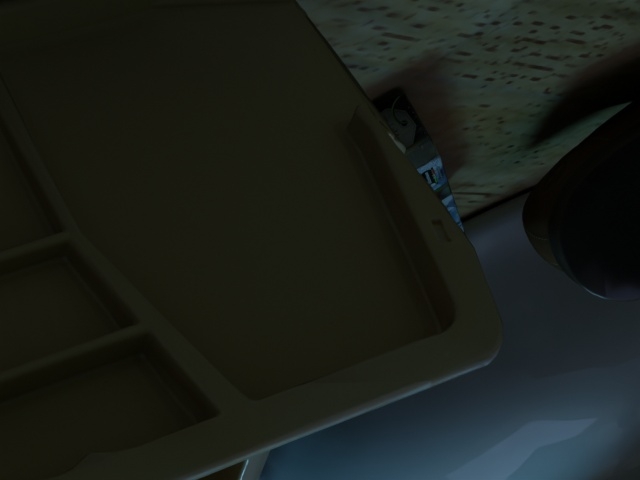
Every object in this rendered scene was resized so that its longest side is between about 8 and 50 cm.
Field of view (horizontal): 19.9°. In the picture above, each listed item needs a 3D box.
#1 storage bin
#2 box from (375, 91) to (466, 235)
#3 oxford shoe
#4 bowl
[{"bbox_3d":[-0.115,0.090,0.419,0.260,0.123,0.262,-18,148,-29],"label":"storage bin"},{"bbox_3d":[0.000,0.000,0.618,0.094,0.027,0.137,-29,165,1],"label":"box"},{"bbox_3d":[0.167,-0.054,0.691,0.212,0.076,0.076,-27,-164,-9],"label":"oxford shoe"},{"bbox_3d":[0.092,0.086,0.871,0.298,0.134,0.298,-26,165,-8],"label":"bowl"}]
